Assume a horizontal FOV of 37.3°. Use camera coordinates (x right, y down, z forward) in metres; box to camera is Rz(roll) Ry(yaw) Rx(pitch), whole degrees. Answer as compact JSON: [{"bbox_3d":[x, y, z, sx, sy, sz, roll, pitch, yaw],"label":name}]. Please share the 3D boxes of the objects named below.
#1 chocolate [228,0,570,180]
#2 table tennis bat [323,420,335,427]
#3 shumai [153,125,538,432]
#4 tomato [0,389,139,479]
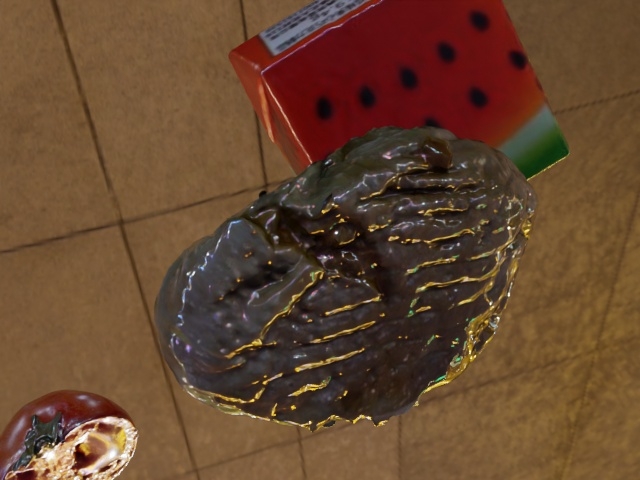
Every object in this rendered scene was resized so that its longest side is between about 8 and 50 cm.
[{"bbox_3d":[0.110,-0.174,1.239,0.360,0.161,0.341,-30,109,0],"label":"chocolate"},{"bbox_3d":[-0.013,0.185,1.015,0.086,0.013,0.156,2,175,-16],"label":"table tennis bat"},{"bbox_3d":[-0.002,-0.002,0.817,0.346,0.283,0.217,-23,118,-20],"label":"shumai"},{"bbox_3d":[-0.277,0.212,0.980,0.159,0.091,0.139,-40,147,-11],"label":"tomato"}]
